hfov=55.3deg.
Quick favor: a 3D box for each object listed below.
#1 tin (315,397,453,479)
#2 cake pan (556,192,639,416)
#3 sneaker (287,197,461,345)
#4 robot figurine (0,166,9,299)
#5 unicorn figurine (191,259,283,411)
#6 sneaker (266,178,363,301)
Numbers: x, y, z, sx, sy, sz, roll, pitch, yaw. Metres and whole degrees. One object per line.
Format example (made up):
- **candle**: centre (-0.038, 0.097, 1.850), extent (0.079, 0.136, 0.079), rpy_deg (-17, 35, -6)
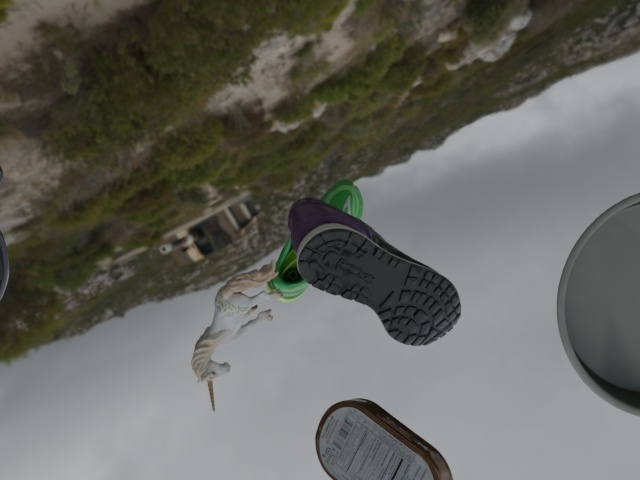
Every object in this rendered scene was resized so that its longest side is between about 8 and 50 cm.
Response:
- **tin**: centre (0.071, 0.269, 0.735), extent (0.189, 0.106, 0.040), rpy_deg (29, -169, 37)
- **cake pan**: centre (0.437, 0.078, 0.776), extent (0.293, 0.293, 0.054), rpy_deg (-27, -177, 1)
- **sneaker**: centre (0.075, 0.031, 0.794), extent (0.107, 0.283, 0.124), rpy_deg (-44, -145, 14)
- **robot figurine**: centre (-0.426, 0.012, 0.615), extent (0.209, 0.174, 0.278), rpy_deg (-16, -158, -36)
- **unicorn figurine**: centre (-0.099, 0.095, 0.700), extent (0.060, 0.162, 0.111), rpy_deg (28, -142, 34)
- **sneaker**: centre (0.000, 0.000, 1.262), extent (0.296, 0.109, 0.123), rpy_deg (-56, 179, -13)
